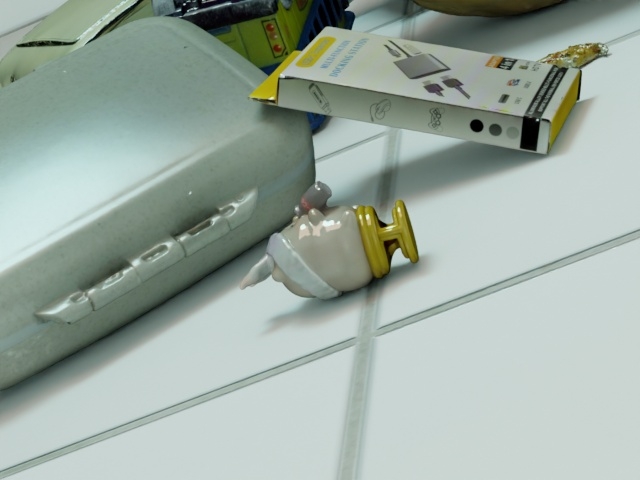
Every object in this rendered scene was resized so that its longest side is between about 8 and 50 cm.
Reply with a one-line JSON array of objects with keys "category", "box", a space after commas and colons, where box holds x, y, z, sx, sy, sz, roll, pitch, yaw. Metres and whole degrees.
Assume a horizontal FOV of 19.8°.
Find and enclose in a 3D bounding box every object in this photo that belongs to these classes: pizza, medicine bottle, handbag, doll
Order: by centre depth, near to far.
[{"category": "doll", "box": [0.000, 0.000, 1.288, 0.127, 0.084, 0.073, -15, 16, 7]}, {"category": "medicine bottle", "box": [-0.202, -0.037, 1.500, 0.375, 0.123, 0.282, -32, 48, -22]}, {"category": "pizza", "box": [0.213, -0.158, 1.607, 0.083, 0.016, 0.037, -16, 24, 23]}, {"category": "handbag", "box": [-0.253, -0.226, 2.266, 0.236, 0.160, 0.358, -35, 17, -15]}]

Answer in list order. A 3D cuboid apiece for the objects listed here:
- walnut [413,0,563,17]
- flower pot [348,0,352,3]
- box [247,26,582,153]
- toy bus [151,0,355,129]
[{"category": "walnut", "box": [0.178, -0.397, 1.834, 0.383, 0.384, 0.383, -23, 16, 7]}, {"category": "flower pot", "box": [0.085, -0.417, 2.196, 0.299, 0.299, 0.283, -27, 24, -7]}, {"category": "box", "box": [0.077, -0.124, 1.468, 0.247, 0.033, 0.129, 11, 27, 13]}, {"category": "toy bus", "box": [-0.065, -0.226, 1.883, 0.138, 0.175, 0.288, -12, 27, 16]}]
